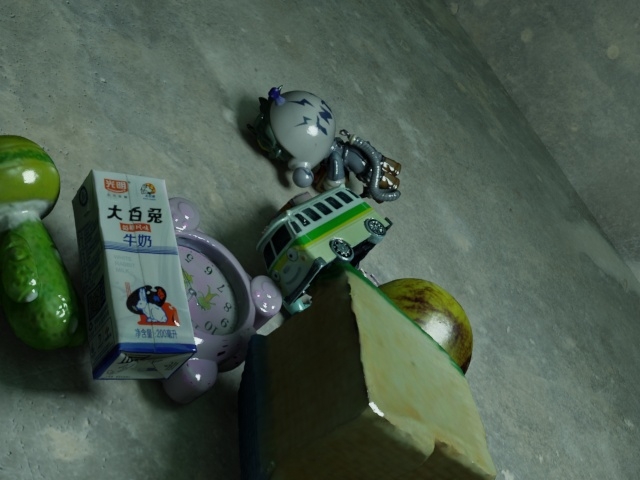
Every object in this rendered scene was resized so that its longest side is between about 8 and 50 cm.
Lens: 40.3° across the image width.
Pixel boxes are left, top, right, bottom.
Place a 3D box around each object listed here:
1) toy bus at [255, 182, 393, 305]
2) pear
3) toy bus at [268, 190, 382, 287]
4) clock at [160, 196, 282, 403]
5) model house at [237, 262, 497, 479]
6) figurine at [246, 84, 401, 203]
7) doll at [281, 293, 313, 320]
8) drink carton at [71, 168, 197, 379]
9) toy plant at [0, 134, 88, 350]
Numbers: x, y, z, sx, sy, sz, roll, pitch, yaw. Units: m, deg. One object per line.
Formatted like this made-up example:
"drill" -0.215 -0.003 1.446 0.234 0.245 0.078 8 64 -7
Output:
"toy bus" 0.000 0.000 1.706 0.164 0.133 0.276 47 37 12
"pear" 0.169 0.215 1.726 0.284 0.283 0.283 31 37 -27
"toy bus" 0.011 0.030 1.876 0.274 0.112 0.090 53 32 5
"clock" -0.235 0.104 1.504 0.295 0.113 0.322 45 33 -9
"model house" 0.040 0.313 1.448 0.382 0.343 0.334 39 24 -32
"figurine" 0.006 -0.222 2.073 0.382 0.186 0.261 31 31 -20
"doll" -0.043 0.132 1.757 0.159 0.059 0.158 11 50 -43
"drink carton" -0.287 0.048 1.326 0.131 0.106 0.314 8 55 -36
"toy plant" -0.436 0.013 1.284 0.315 0.184 0.224 61 -6 11
